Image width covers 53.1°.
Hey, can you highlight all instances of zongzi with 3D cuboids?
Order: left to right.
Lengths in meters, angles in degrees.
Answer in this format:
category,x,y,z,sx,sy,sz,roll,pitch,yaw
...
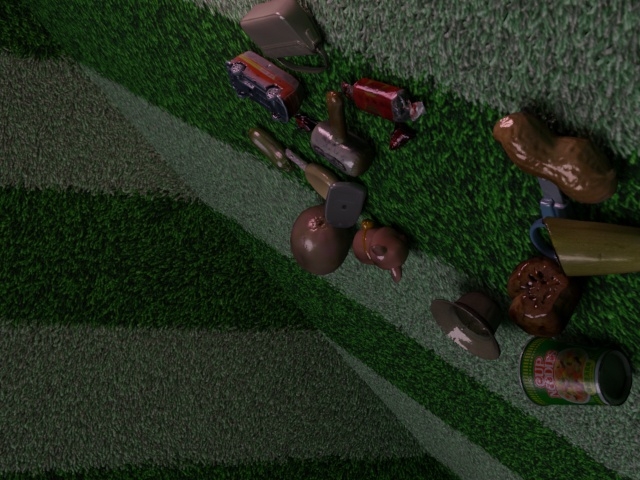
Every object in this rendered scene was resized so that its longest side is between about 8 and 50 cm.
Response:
category,x,y,z,sx,sy,sz,roll,pitch,yaw
zongzi,0.207,-0.284,1.663,0.083,0.067,0.073,-32,89,51

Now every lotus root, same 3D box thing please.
category,x,y,z,sx,sy,sz,roll,pitch,yaw
lotus root,0.543,0.142,1.591,0.193,0.193,0.291,36,176,27

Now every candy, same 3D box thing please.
category,x,y,z,sx,sy,sz,roll,pitch,yaw
candy,0.154,-0.352,1.604,0.292,0.059,0.086,29,151,38

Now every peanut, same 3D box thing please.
category,x,y,z,sx,sy,sz,roll,pitch,yaw
peanut,0.462,-0.166,1.258,0.263,0.101,0.117,31,123,15

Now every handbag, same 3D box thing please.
category,x,y,z,sx,sy,sz,roll,pitch,yaw
handbag,-0.084,-0.538,1.717,0.219,0.079,0.256,46,164,-34

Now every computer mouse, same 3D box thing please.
category,x,y,z,sx,sy,sz,roll,pitch,yaw
computer mouse,0.078,-0.128,2.125,0.128,0.079,0.230,8,143,-7

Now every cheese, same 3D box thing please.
category,x,y,z,sx,sy,sz,roll,pitch,yaw
cheese,-0.029,-0.236,2.206,0.251,0.054,0.127,40,156,18

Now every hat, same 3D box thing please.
category,x,y,z,sx,sy,sz,roll,pitch,yaw
hat,0.478,0.234,1.966,0.257,0.130,0.257,40,160,18

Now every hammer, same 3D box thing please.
category,x,y,z,sx,sy,sz,roll,pitch,yaw
hammer,0.050,-0.315,1.783,0.202,0.113,0.305,34,162,23

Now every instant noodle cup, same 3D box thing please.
category,x,y,z,sx,sy,sz,roll,pitch,yaw
instant noodle cup,0.692,0.356,1.722,0.207,0.207,0.233,52,151,-16

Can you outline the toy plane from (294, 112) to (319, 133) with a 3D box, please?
category,x,y,z,sx,sy,sz,roll,pitch,yaw
toy plane,-0.065,-0.383,2.017,0.145,0.037,0.060,37,154,22

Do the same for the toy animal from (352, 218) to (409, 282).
category,x,y,z,sx,sy,sz,roll,pitch,yaw
toy animal,0.194,0.020,2.128,0.165,0.149,0.248,39,176,-25

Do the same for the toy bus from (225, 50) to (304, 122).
category,x,y,z,sx,sy,sz,roll,pitch,yaw
toy bus,-0.160,-0.465,1.926,0.265,0.120,0.121,37,158,25

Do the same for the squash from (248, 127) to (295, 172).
category,x,y,z,sx,sy,sz,roll,pitch,yaw
squash,-0.173,-0.324,2.294,0.219,0.068,0.077,44,-179,10

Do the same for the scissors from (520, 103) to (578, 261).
category,x,y,z,sx,sy,sz,roll,pitch,yaw
scissors,0.506,-0.109,1.403,0.193,0.029,0.447,20,148,50

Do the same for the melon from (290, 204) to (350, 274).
category,x,y,z,sx,sy,sz,roll,pitch,yaw
melon,0.000,0.000,2.354,0.223,0.223,0.317,39,158,20

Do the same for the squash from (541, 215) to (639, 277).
category,x,y,z,sx,sy,sz,roll,pitch,yaw
squash,0.601,0.029,1.313,0.288,0.137,0.137,9,141,38
